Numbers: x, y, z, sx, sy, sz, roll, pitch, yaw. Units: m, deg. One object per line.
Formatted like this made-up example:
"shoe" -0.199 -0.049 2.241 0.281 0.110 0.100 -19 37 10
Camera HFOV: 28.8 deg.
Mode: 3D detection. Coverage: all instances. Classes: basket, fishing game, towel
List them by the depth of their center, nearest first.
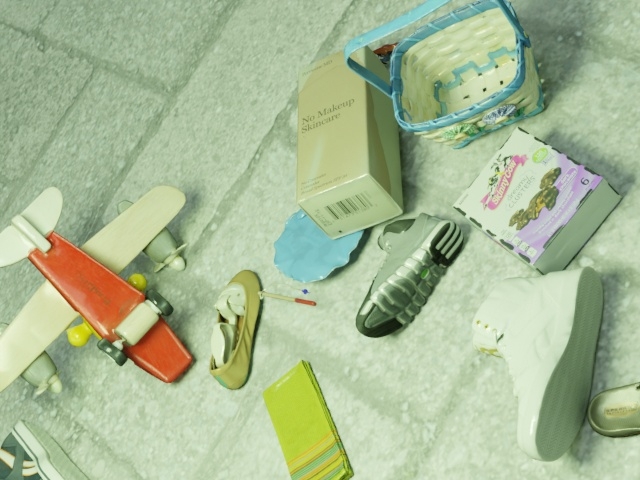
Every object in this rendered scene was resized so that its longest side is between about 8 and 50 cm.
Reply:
"basket" 0.212 -0.280 1.946 0.255 0.289 0.201 -24 51 29
"towel" -0.027 0.304 1.977 0.102 0.021 0.237 -38 45 15
"fishing game" 0.000 0.000 2.134 0.189 0.041 0.264 8 61 42

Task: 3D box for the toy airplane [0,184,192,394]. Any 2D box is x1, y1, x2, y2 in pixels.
"toy airplane" -0.427 0.093 2.270 0.386 0.272 0.384 -5 69 1

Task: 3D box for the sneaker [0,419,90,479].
"sneaker" -0.494 0.440 2.215 0.127 0.126 0.321 -54 33 -6

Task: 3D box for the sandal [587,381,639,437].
"sandal" 0.441 0.200 1.616 0.219 0.060 0.090 -17 55 32

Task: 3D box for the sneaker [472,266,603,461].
"sneaker" 0.286 0.175 1.742 0.169 0.108 0.292 -7 50 39

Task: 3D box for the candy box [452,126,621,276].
"candy box" 0.321 -0.057 1.872 0.165 0.070 0.196 -52 44 2

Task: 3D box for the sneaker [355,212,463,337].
"sneaker" 0.117 0.047 1.982 0.228 0.086 0.132 -47 38 -8

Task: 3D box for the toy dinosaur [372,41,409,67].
"toy dinosaur" 0.127 -0.335 2.218 0.082 0.090 0.047 144 126 -63

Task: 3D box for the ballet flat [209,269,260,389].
"ballet flat" -0.151 0.141 2.146 0.080 0.073 0.232 -19 53 30

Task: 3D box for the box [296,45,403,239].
"box" 0.048 -0.173 2.118 0.148 0.121 0.311 -22 47 23
